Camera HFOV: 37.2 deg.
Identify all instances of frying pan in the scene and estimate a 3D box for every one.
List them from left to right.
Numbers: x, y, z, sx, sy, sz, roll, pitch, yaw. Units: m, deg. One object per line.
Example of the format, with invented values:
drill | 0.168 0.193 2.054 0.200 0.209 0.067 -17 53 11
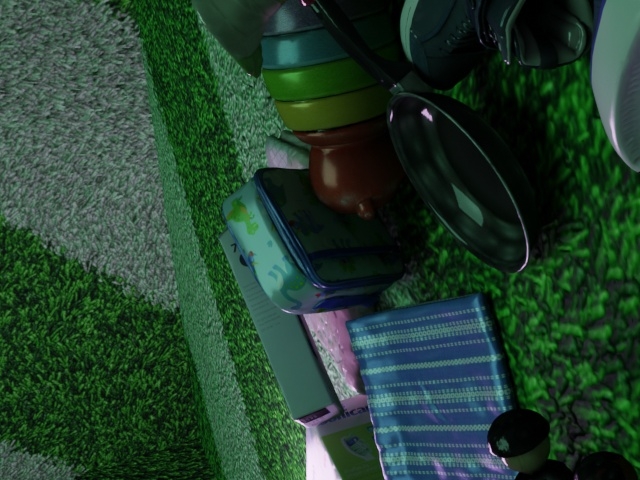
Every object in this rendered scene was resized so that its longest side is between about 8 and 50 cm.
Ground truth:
frying pan | 0.093 -0.104 0.893 0.326 0.053 0.197 51 168 20

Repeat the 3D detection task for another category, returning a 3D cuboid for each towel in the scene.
towel | 0.002 0.022 1.430 0.317 0.053 0.331 -138 37 -62
towel | 0.136 0.236 1.064 0.243 0.040 0.335 -18 85 55

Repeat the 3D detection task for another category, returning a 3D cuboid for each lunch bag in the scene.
lunch bag | 0.000 0.000 1.138 0.090 0.219 0.176 -38 70 29

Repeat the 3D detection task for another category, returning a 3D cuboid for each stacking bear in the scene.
stacking bear | 0.023 -0.168 1.051 0.175 0.164 0.289 -148 42 -67

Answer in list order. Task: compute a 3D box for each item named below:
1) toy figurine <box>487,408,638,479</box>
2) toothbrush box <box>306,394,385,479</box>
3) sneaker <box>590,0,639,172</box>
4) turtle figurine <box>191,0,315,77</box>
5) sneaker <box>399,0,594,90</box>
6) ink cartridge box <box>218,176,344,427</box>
toy figurine | 0.167 0.251 0.793 0.148 0.213 0.209 64 165 -7
toothbrush box | 0.082 0.387 1.333 0.283 0.122 0.206 -121 25 -49
sneaker | 0.201 -0.221 0.530 0.322 0.130 0.236 77 -173 -50
turtle figurine | 0.051 -0.219 0.643 0.197 0.266 0.275 59 -164 7
sneaker | 0.139 -0.170 0.778 0.226 0.086 0.163 100 153 -53
ink cartridge box | -0.062 0.089 1.302 0.165 0.065 0.332 64 -177 -73
